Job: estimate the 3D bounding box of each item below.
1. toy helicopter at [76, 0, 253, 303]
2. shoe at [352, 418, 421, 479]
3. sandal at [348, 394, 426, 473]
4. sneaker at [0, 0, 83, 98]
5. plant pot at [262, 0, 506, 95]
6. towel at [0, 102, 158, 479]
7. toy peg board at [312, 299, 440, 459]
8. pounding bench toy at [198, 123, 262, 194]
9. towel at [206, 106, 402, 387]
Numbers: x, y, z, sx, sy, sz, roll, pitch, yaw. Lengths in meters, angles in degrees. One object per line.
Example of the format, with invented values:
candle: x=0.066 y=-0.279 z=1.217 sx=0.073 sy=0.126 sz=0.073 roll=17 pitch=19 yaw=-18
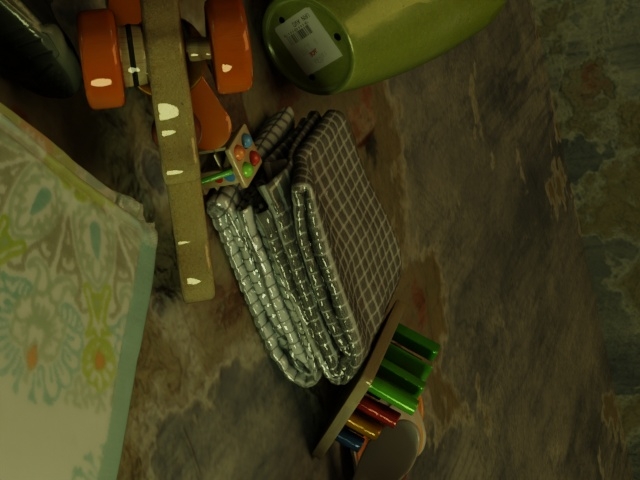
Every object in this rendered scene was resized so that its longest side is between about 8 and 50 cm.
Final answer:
toy helicopter: x=-0.141 y=-0.101 z=1.066 sx=0.235 sy=0.140 sz=0.355 roll=-111 pitch=-165 yaw=-55
shoe: x=0.080 y=0.303 z=1.425 sx=0.178 sy=0.063 sz=0.081 roll=-62 pitch=161 yaw=10
sandal: x=0.115 y=0.255 z=1.557 sx=0.265 sy=0.076 sz=0.102 roll=-19 pitch=101 yaw=-63
sneaker: x=-0.255 y=-0.225 z=0.907 sx=0.227 sy=0.087 sz=0.130 roll=52 pitch=45 yaw=-38
plant pot: x=0.061 y=-0.317 z=1.433 sx=0.293 sy=0.274 sz=0.275 roll=-46 pitch=126 yaw=-38
towel: x=-0.264 y=0.075 z=0.818 sx=0.320 sy=0.090 sz=0.375 roll=41 pitch=48 yaw=-50
toy peg board: x=0.076 y=0.189 z=1.391 sx=0.161 sy=0.079 sz=0.161 roll=-62 pitch=178 yaw=38
pounding bench toy: x=-0.107 y=-0.079 z=1.198 sx=0.052 sy=0.065 sz=0.083 roll=66 pitch=31 yaw=-31
towel: x=0.000 y=0.000 z=1.337 sx=0.284 sy=0.121 sz=0.235 roll=70 pitch=28 yaw=-25
